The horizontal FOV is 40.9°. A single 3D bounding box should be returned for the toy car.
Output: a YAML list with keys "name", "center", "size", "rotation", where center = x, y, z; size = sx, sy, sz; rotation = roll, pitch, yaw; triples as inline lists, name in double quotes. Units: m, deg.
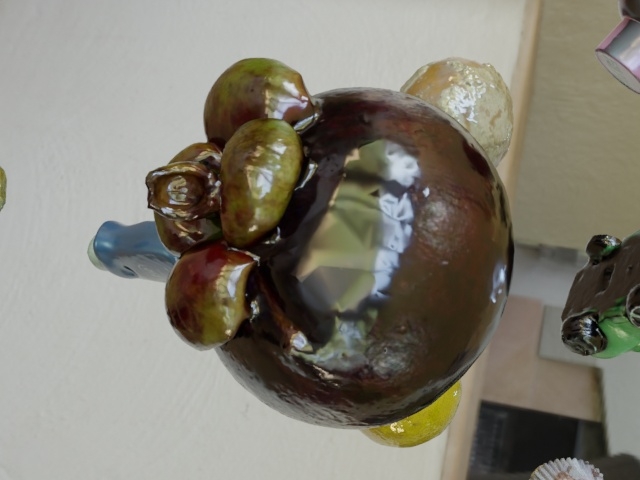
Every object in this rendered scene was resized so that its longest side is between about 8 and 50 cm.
- name: "toy car"
  center: [0.527, 0.074, 1.313]
  size: [0.358, 0.176, 0.213]
  rotation: [-44, -164, 57]

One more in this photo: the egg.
- name: "egg"
  center: [0.210, -0.181, 1.404]
  size: [0.203, 0.203, 0.245]
  rotation: [-55, 167, -61]

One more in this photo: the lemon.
- name: "lemon"
  center: [0.121, 0.223, 1.309]
  size: [0.244, 0.186, 0.187]
  rotation: [-69, 167, -83]

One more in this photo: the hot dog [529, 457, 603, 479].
- name: "hot dog"
  center: [0.329, 0.428, 1.203]
  size: [0.075, 0.144, 0.268]
  rotation: [-135, -125, -66]

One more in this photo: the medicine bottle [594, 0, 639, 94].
- name: "medicine bottle"
  center: [0.394, -0.251, 0.933]
  size: [0.188, 0.119, 0.094]
  rotation: [-47, -175, 9]

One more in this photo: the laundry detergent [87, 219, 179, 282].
- name: "laundry detergent"
  center: [-0.281, 0.023, 1.389]
  size: [0.143, 0.289, 0.094]
  rotation: [33, 65, -46]

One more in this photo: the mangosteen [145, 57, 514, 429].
- name: "mangosteen"
  center: [0.000, 0.000, 0.743]
  size: [0.307, 0.346, 0.307]
  rotation: [-39, -143, 37]

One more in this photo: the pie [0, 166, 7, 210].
- name: "pie"
  center: [-0.256, -0.024, 0.599]
  size: [0.020, 0.084, 0.084]
  rotation: [75, 27, -53]
